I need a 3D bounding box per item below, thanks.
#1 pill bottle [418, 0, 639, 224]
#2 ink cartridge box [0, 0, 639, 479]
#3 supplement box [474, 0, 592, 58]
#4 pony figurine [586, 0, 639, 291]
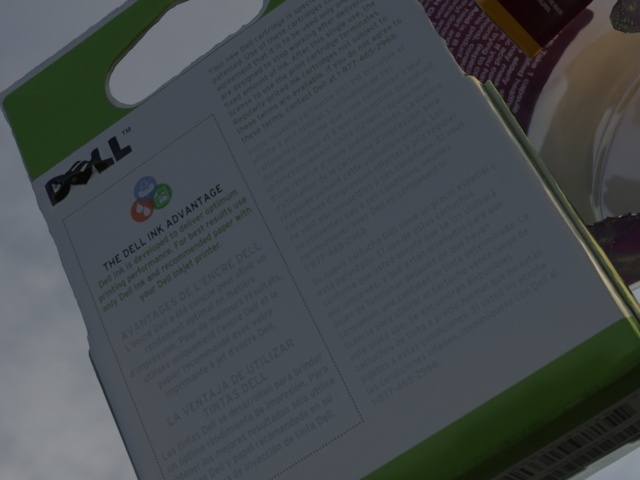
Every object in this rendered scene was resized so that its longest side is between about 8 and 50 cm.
[{"bbox_3d":[0.209,-0.120,1.078,0.224,0.392,0.224,-16,-59,-28],"label":"pill bottle"},{"bbox_3d":[0.000,0.000,0.516,0.188,0.255,0.097,-34,-29,12],"label":"ink cartridge box"},{"bbox_3d":[0.166,-0.230,0.836,0.188,0.104,0.081,-43,-39,13],"label":"supplement box"},{"bbox_3d":[0.252,-0.051,0.617,0.351,0.363,0.303,-12,-51,-28],"label":"pony figurine"}]
